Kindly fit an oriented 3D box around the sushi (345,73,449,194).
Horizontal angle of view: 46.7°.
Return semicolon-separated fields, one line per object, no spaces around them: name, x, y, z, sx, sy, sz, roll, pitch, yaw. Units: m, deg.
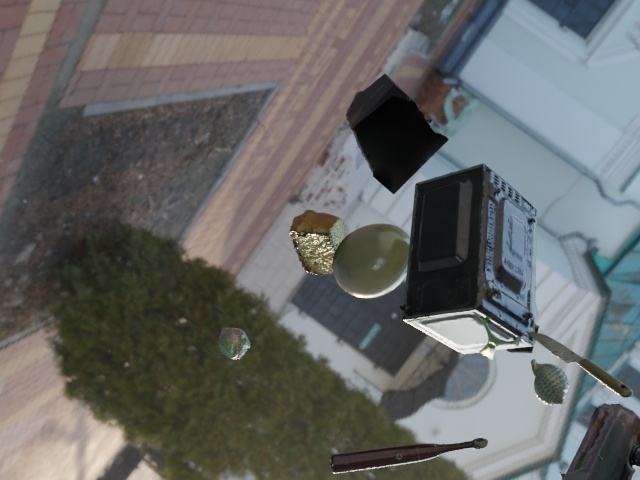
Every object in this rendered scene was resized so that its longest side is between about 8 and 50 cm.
sushi;0.176;-0.302;2.020;0.215;0.227;0.212;-46;-152;12

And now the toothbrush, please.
toothbrush;0.197;0.468;1.627;0.041;0.363;0.041;176;-90;-78

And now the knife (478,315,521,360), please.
knife;0.300;0.182;1.304;0.022;0.078;0.166;-45;162;-19

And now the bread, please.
bread;0.000;-0.010;2.062;0.260;0.129;0.134;64;30;-60

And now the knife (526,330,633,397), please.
knife;0.482;0.226;1.418;0.298;0.047;0.017;-135;-144;-66

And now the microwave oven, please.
microwave oven;0.358;0.047;1.693;0.218;0.286;0.355;-14;-124;40

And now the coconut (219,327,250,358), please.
coconut;-0.216;0.258;1.862;0.082;0.081;0.083;-81;-177;-50

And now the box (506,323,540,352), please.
box;0.527;0.251;1.949;0.035;0.079;0.083;-144;-118;-61

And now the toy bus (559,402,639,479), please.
toy bus;0.674;0.547;1.777;0.317;0.138;0.112;-51;-166;-27

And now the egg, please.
egg;0.139;0.051;1.936;0.241;0.186;0.186;-34;-171;33

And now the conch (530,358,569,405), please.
conch;0.719;0.441;2.300;0.102;0.135;0.153;-17;-128;26
